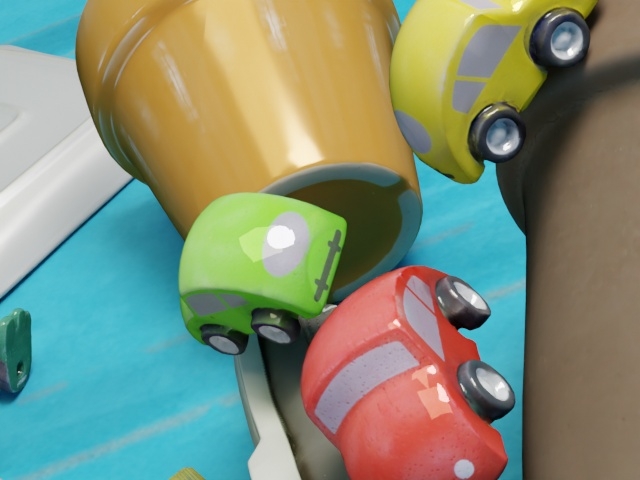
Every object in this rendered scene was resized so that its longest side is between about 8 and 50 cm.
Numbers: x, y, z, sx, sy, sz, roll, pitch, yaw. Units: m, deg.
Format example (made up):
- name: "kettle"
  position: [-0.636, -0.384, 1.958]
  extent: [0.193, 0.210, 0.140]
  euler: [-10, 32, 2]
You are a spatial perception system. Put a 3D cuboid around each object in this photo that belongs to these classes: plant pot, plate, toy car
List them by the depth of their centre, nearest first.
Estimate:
- name: "toy car"
  position: [0.000, 0.000, 0.519]
  extent: [0.225, 0.053, 0.239]
  euler: [-19, 47, 50]
- name: "plant pot"
  position: [0.179, 0.047, 0.520]
  extent: [0.263, 0.263, 0.229]
  euler: [5, 63, 30]
- name: "plant pot"
  position: [-0.029, -0.067, 0.783]
  extent: [0.205, 0.205, 0.188]
  euler: [-22, 52, -2]
- name: "plate"
  position: [-0.264, -0.068, 1.003]
  extent: [0.278, 0.045, 0.277]
  euler: [15, 50, 38]

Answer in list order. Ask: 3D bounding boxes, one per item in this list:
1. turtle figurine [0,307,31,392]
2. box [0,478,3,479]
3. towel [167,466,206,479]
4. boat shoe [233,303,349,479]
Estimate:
- name: "turtle figurine"
  position: [-0.305, 0.072, 0.788]
  extent: [0.234, 0.118, 0.175]
  euler: [10, 59, 12]
- name: "box"
  position: [-0.092, 0.207, 0.537]
  extent: [0.275, 0.094, 0.113]
  euler: [23, 55, 42]
- name: "towel"
  position: [-0.070, 0.153, 0.664]
  extent: [0.060, 0.009, 0.083]
  euler: [-35, 40, -20]
- name: "boat shoe"
  position: [0.014, 0.091, 0.594]
  extent: [0.091, 0.109, 0.305]
  euler: [-17, 18, -3]
